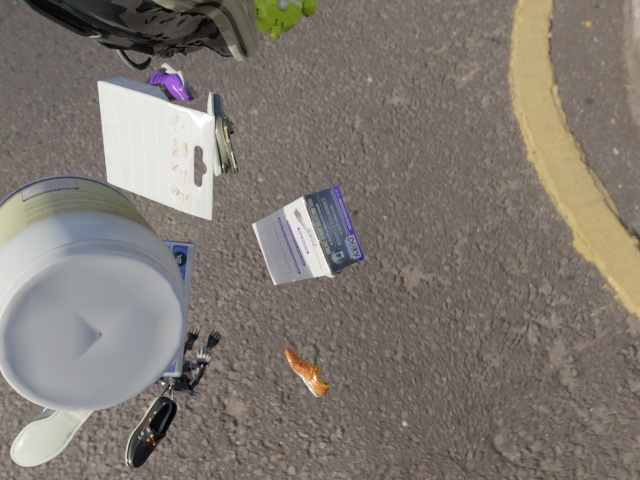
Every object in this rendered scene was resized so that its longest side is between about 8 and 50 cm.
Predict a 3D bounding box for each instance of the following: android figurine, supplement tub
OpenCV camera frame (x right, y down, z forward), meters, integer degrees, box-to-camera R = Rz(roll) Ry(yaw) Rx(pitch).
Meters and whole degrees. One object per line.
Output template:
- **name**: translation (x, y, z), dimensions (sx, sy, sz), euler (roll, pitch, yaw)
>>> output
- **android figurine**: translation (-0.109, -0.562, 1.104), dimensions (0.056, 0.248, 0.273), euler (-11, 68, 50)
- **supplement tub**: translation (-0.325, 0.053, 0.703), dimensions (0.235, 0.235, 0.325), euler (-47, 35, -8)

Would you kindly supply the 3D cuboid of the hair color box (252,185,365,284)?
- **hair color box**: translation (-0.043, -0.001, 1.297), dimensions (0.110, 0.339, 0.185), euler (-21, 91, -27)

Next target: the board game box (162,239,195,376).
- **board game box**: translation (-0.453, 0.142, 1.160), dimensions (0.302, 0.086, 0.308), euler (7, 85, -20)

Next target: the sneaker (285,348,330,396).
- **sneaker**: translation (-0.039, 0.387, 1.556), dimensions (0.067, 0.064, 0.175), euler (-43, 90, 0)

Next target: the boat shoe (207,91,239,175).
- **boat shoe**: translation (-0.361, -0.393, 1.909), dimensions (0.091, 0.109, 0.305), euler (-6, 92, -16)

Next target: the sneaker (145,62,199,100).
- **sneaker**: translation (-0.512, -0.494, 1.725), dimensions (0.146, 0.102, 0.293), euler (-40, 39, -8)

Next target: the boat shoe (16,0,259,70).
- **boat shoe**: translation (-0.152, -0.264, 0.487), dimensions (0.156, 0.500, 0.187), euler (-8, 107, 3)

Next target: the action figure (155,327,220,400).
- **action figure**: translation (-0.406, 0.360, 1.556), dimensions (0.164, 0.141, 0.275), euler (15, 27, 3)

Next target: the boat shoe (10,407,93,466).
- **boat shoe**: translation (-0.719, 0.499, 1.449), dimensions (0.319, 0.099, 0.116), euler (-44, 99, 1)

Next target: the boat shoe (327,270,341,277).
- **boat shoe**: translation (0.000, 0.000, 1.702), dimensions (0.079, 0.095, 0.254), euler (-47, 60, 38)

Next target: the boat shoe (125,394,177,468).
- **boat shoe**: translation (-0.307, 0.349, 0.940), dimensions (0.042, 0.049, 0.133), euler (2, 58, 43)

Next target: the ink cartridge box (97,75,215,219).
- **ink cartridge box**: translation (-0.435, -0.258, 1.442), dimensions (0.385, 0.308, 0.091), euler (19, 32, 18)
